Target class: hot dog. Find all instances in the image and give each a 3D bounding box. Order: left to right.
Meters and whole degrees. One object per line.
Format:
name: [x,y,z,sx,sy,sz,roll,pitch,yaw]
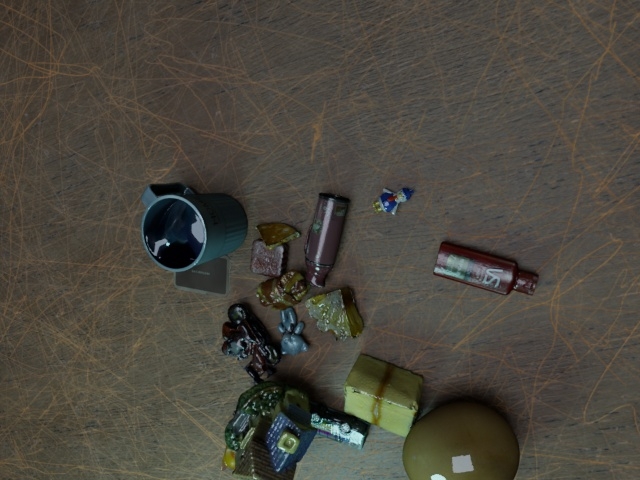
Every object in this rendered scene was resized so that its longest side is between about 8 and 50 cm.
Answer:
hot dog: [-0.136,0.191,1.810,0.213,0.103,0.146,-28,120,34]

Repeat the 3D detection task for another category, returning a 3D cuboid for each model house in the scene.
model house: [-0.175,0.673,1.694,0.261,0.266,0.321,30,93,-14]

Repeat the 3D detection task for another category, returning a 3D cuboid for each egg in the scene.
egg: [0.440,0.678,1.587,0.373,0.301,0.301,-34,86,24]

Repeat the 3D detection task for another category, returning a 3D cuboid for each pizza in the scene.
pizza: [-0.164,-0.014,1.809,0.178,0.131,0.041,0,135,7]

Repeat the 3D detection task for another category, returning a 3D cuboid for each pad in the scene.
pad: [-0.480,0.129,2.005,0.265,0.002,0.176,7,100,19]

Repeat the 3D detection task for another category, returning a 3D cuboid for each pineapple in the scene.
pineapple: [0.053,0.251,1.770,0.236,0.114,0.186,34,108,16]

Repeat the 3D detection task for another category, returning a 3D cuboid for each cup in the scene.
cup: [-0.470,-0.053,1.808,0.330,0.311,0.257,16,103,18]

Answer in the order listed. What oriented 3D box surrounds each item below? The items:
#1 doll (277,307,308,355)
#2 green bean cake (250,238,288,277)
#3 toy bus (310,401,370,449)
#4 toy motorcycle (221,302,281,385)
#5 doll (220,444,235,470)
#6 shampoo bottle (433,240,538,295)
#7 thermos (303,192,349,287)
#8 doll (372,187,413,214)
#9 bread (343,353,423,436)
doll: [-0.116,0.343,1.863,0.119,0.075,0.180,-13,93,26]
green bean cake: [-0.190,0.064,1.859,0.135,0.056,0.136,12,102,19]
toy bus: [0.049,0.683,1.851,0.261,0.091,0.109,14,109,20]
toy motorcycle: [-0.253,0.440,1.900,0.401,0.134,0.207,48,111,9]
doll: [-0.253,0.804,1.941,0.269,0.166,0.163,-20,69,29]
shampoo bottle: [0.522,0.098,1.588,0.313,0.076,0.118,17,101,17]
thermos: [0.000,0.002,1.750,0.136,0.109,0.331,17,104,17]
doll: [0.246,-0.137,1.669,0.142,0.057,0.099,-22,75,17]
bread: [0.205,0.575,1.727,0.263,0.198,0.236,17,111,19]
